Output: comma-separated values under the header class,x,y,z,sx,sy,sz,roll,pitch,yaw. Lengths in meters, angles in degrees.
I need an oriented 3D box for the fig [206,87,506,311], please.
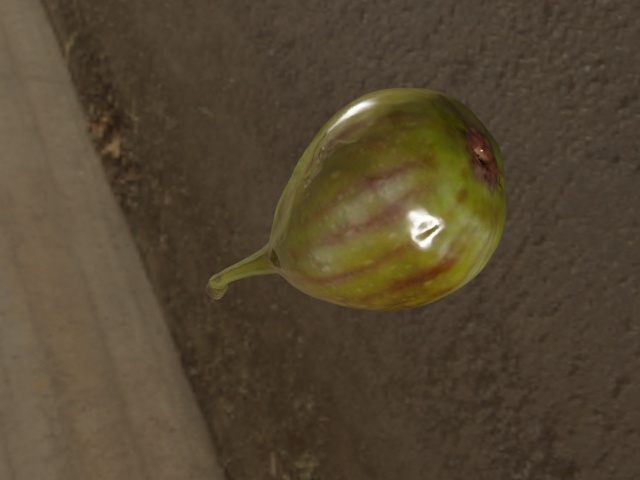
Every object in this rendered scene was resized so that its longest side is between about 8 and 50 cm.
class,x,y,z,sx,sy,sz,roll,pitch,yaw
fig,0.013,0.008,0.464,0.166,0.093,0.093,-50,47,34
